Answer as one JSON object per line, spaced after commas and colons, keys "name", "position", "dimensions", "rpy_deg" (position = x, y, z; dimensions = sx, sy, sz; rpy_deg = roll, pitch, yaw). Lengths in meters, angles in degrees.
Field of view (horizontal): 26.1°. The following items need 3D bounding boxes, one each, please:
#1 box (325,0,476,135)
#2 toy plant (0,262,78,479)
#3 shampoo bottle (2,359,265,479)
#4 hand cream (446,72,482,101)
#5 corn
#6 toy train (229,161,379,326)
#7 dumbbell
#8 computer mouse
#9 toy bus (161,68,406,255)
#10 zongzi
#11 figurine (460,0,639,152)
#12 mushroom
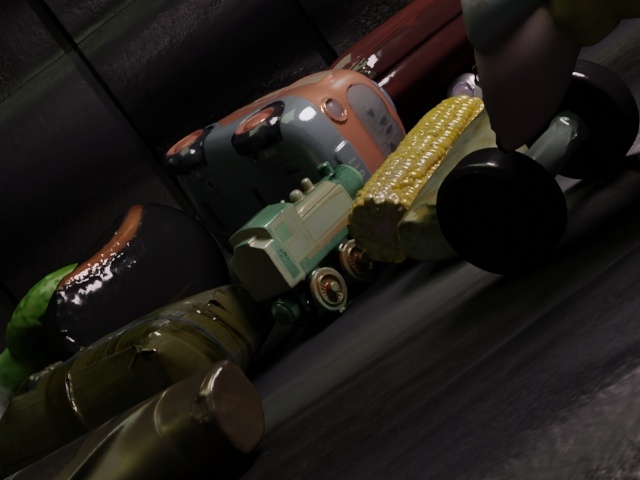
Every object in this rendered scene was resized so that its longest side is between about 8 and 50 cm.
{"name": "box", "position": [0.139, -0.241, 1.934], "dimensions": [0.404, 0.108, 0.263], "rpy_deg": [-39, -16, -23]}
{"name": "toy plant", "position": [-0.327, 0.159, 1.627], "dimensions": [0.315, 0.224, 0.184], "rpy_deg": [-36, 49, 7]}
{"name": "shampoo bottle", "position": [-0.193, 0.208, 1.160], "dimensions": [0.350, 0.084, 0.125], "rpy_deg": [-32, 12, 27]}
{"name": "hand cream", "position": [0.211, -0.204, 1.922], "dimensions": [0.084, 0.053, 0.142], "rpy_deg": [-33, -6, 16]}
{"name": "corn", "position": [0.110, -0.065, 1.390], "dimensions": [0.093, 0.093, 0.244], "rpy_deg": [-28, 13, 43]}
{"name": "toy train", "position": [0.000, 0.000, 1.375], "dimensions": [0.080, 0.125, 0.194], "rpy_deg": [-22, 17, 46]}
{"name": "dumbbell", "position": [0.175, -0.061, 1.092], "dimensions": [0.100, 0.100, 0.191], "rpy_deg": [-28, 13, 45]}
{"name": "computer mouse", "position": [-0.185, 0.066, 1.506], "dimensions": [0.116, 0.183, 0.323], "rpy_deg": [-27, 18, 29]}
{"name": "toy bus", "position": [-0.019, -0.089, 1.602], "dimensions": [0.287, 0.194, 0.232], "rpy_deg": [-14, 24, 48]}
{"name": "zongzi", "position": [-0.172, 0.133, 1.348], "dimensions": [0.250, 0.125, 0.274], "rpy_deg": [-25, 11, 25]}
{"name": "figurine", "position": [0.253, -0.159, 0.925], "dimensions": [0.315, 0.207, 0.284], "rpy_deg": [-16, 5, 19]}
{"name": "mushroom", "position": [0.171, -0.083, 1.314], "dimensions": [0.100, 0.081, 0.312], "rpy_deg": [-31, 14, 43]}
